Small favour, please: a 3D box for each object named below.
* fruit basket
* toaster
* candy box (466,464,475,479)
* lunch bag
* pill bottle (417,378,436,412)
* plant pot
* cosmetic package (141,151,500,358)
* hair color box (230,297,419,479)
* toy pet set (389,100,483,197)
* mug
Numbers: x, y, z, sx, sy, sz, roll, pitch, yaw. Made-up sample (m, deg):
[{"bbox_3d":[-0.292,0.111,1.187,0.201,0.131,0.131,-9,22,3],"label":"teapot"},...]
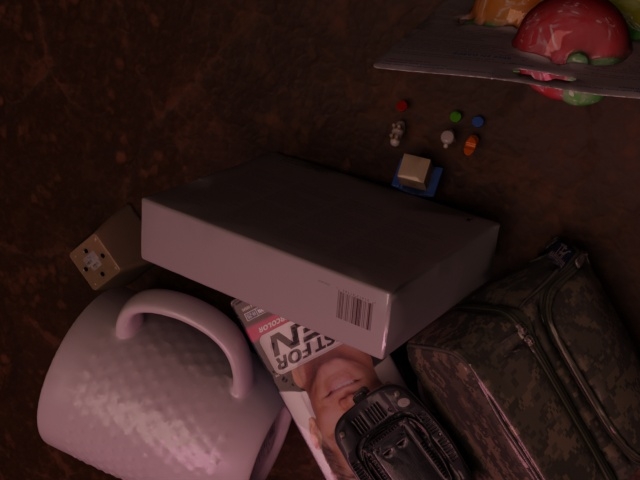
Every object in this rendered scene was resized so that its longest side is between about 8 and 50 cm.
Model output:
[{"bbox_3d":[0.270,-0.216,1.030,0.327,0.353,0.165,10,127,22],"label":"fruit basket"},{"bbox_3d":[0.119,0.294,1.273,0.129,0.146,0.227,-38,84,2],"label":"toaster"},{"bbox_3d":[0.176,0.417,1.361,0.165,0.196,0.070,-42,90,3],"label":"candy box"},{"bbox_3d":[0.296,0.182,1.234,0.305,0.256,0.212,59,161,-4],"label":"lunch bag"},{"bbox_3d":[0.206,0.203,1.374,0.120,0.067,0.067,-24,97,30],"label":"pill bottle"},{"bbox_3d":[-0.342,0.022,1.555,0.109,0.096,0.109,-34,92,31],"label":"plant pot"},{"bbox_3d":[0.000,0.000,1.239,0.377,0.284,0.097,20,120,30],"label":"cosmetic package"},{"bbox_3d":[0.026,0.195,1.400,0.174,0.105,0.347,-28,96,4],"label":"hair color box"},{"bbox_3d":[0.152,-0.119,1.303,0.122,0.065,0.114,16,79,17],"label":"toy pet set"},{"bbox_3d":[-0.216,0.222,1.449,0.328,0.276,0.374,22,133,12],"label":"mug"}]
